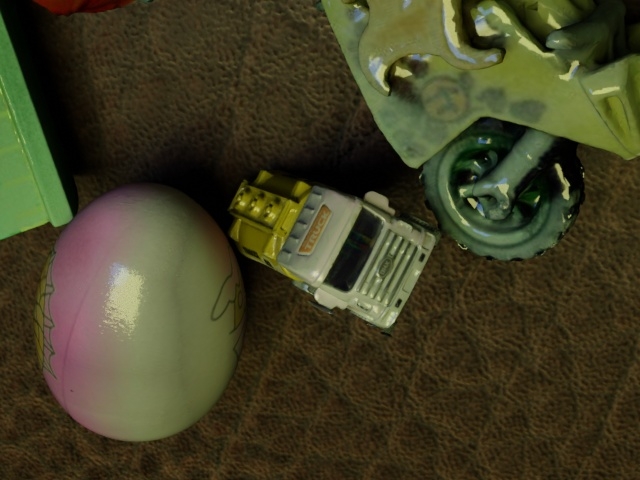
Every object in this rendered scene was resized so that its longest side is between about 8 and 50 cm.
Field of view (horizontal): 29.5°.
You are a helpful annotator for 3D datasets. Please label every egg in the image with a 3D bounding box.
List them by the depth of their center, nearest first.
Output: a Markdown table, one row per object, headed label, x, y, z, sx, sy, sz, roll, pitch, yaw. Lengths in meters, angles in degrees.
| label | x | y | z | sx | sy | sz | roll | pitch | yaw |
| --- | --- | --- | --- | --- | --- | --- | --- | --- | --- |
| egg | -0.157 | 0.062 | 1.086 | 0.196 | 0.196 | 0.271 | 23 | 127 | 2 |

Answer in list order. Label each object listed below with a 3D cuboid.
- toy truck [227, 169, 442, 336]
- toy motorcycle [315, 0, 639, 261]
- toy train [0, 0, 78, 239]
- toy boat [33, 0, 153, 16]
| label | x | y | z | sx | sy | sz | roll | pitch | yaw |
| --- | --- | --- | --- | --- | --- | --- | --- | --- | --- |
| toy truck | 0.000 | 0.000 | 1.001 | 0.114 | 0.227 | 0.098 | 28 | 88 | -22 |
| toy motorcycle | 0.106 | -0.182 | 0.873 | 0.237 | 0.169 | 0.410 | -25 | 103 | 32 |
| toy train | -0.336 | -0.115 | 1.038 | 0.202 | 0.120 | 0.301 | -20 | 119 | -12 |
| toy boat | -0.130 | -0.260 | 0.875 | 0.332 | 0.133 | 0.145 | -24 | 94 | 59 |
